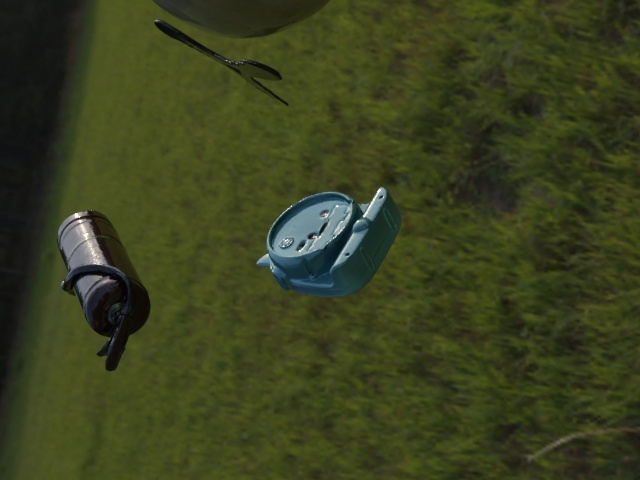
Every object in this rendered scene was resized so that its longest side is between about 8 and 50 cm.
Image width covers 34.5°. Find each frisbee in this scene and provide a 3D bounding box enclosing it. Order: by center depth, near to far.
[{"bbox_3d":[-0.099,-0.212,1.282,0.211,0.187,0.012,28,89,31],"label":"frisbee"}]

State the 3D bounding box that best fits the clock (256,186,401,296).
[{"bbox_3d":[0.000,0.000,1.938,0.274,0.094,0.223,0,44,35],"label":"clock"}]

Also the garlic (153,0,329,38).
[{"bbox_3d":[-0.052,-0.323,0.933,0.286,0.249,0.313,-23,16,38],"label":"garlic"}]

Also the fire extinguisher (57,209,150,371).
[{"bbox_3d":[-0.331,0.071,1.546,0.141,0.105,0.341,-68,28,16],"label":"fire extinguisher"}]
